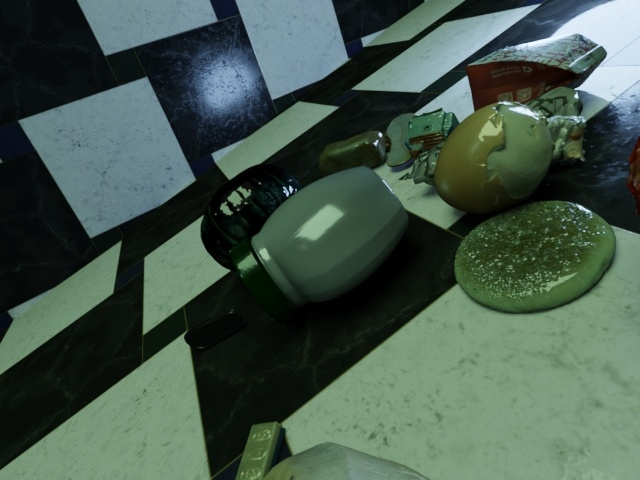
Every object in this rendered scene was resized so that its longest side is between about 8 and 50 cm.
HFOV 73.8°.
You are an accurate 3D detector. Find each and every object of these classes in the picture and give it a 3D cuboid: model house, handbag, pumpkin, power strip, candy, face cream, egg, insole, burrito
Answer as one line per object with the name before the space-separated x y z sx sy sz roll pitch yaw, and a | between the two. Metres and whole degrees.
model house | 0.302 -0.264 1.178 0.148 0.119 0.149 -3 53 38
handbag | 0.548 -0.423 1.099 0.171 0.151 0.298 -32 27 -23
pumpkin | -0.170 -0.049 1.168 0.315 0.238 0.315 -46 -7 -7
power strip | -0.100 0.360 0.693 0.056 0.032 0.123 -20 32 26
candy | 0.101 -0.277 1.400 0.233 0.102 0.104 -10 36 33
face cream | 0.000 0.000 0.950 0.357 0.219 0.312 -35 29 0
egg | 0.337 -0.155 0.861 0.244 0.201 0.201 -39 15 52
insole | 0.261 -0.332 1.364 0.119 0.009 0.348 -15 35 26
burrito | 0.399 -0.224 1.013 0.445 0.101 0.139 -25 41 11

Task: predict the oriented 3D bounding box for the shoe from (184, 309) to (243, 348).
shoe | -0.260 0.215 1.060 0.159 0.062 0.053 -28 16 11

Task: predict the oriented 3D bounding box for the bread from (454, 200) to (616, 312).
bread | 0.361 0.014 0.744 0.267 0.040 0.267 -26 29 15

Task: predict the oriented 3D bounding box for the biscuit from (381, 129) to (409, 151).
biscuit | 0.224 -0.339 1.447 0.236 0.026 0.131 -8 39 41

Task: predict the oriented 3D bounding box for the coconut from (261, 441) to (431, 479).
coconut | 0.037 0.334 0.396 0.245 0.247 0.245 -57 11 17

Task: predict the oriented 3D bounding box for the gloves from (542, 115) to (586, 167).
gloves | 0.473 -0.206 0.901 0.153 0.114 0.070 5 22 29

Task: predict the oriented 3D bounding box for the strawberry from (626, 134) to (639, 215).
strawberry | 0.494 -0.023 0.446 0.312 0.267 0.351 15 67 18
